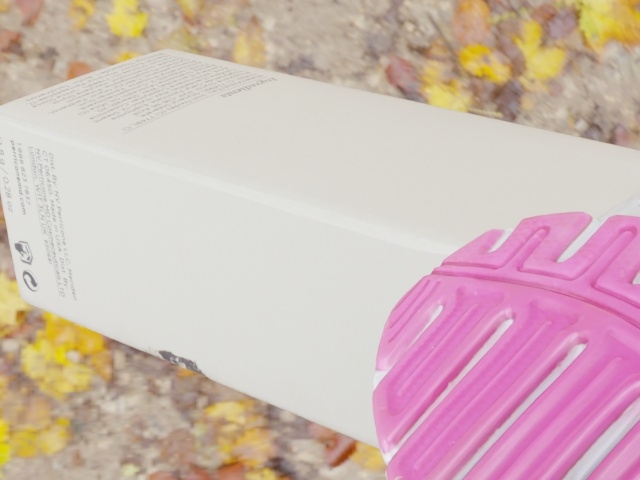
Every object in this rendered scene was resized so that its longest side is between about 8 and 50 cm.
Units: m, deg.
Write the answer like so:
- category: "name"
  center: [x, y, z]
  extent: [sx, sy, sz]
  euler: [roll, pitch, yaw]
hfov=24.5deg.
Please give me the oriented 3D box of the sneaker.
- category: "sneaker"
  center: [0.105, 0.094, 0.333]
  extent: [0.103, 0.111, 0.252]
  euler: [-37, 54, -9]

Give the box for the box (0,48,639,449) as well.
- category: "box"
  center: [0.000, 0.000, 0.572]
  extent: [0.275, 0.113, 0.094]
  euler: [19, 123, 40]
